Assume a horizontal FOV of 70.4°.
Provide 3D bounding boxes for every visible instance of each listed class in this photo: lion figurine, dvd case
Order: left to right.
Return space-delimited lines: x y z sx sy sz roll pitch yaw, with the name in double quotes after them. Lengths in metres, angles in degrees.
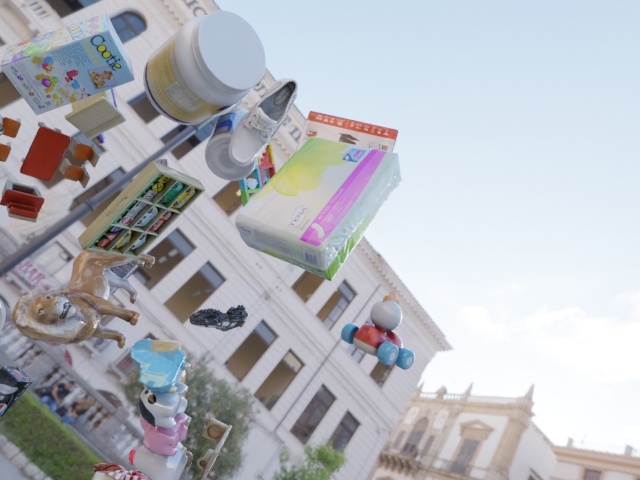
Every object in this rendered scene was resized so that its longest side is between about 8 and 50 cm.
-0.557 0.116 1.101 0.240 0.142 0.392 27 19 -25 "lion figurine"
-0.861 0.109 1.845 0.018 0.164 0.221 32 -15 32 "dvd case"

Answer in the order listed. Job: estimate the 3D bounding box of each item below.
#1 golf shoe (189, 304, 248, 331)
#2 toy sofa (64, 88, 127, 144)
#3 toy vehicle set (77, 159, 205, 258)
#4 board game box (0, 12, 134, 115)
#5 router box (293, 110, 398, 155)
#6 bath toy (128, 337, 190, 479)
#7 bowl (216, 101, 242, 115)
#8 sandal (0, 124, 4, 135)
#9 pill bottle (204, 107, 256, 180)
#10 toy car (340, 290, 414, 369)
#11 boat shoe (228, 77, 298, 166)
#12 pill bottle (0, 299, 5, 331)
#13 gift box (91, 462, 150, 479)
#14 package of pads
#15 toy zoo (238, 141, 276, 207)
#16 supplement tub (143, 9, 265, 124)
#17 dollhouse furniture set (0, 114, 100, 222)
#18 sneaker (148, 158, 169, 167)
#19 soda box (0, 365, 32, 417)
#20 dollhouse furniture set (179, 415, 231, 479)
-0.346 0.281 1.552 0.077 0.198 0.094 -112 -153 -47 "golf shoe"
-0.777 -0.522 1.560 0.177 0.150 0.363 56 9 -65 "toy sofa"
-0.418 -0.064 1.076 0.035 0.267 0.166 53 13 21 "toy vehicle set"
-0.668 -0.475 1.218 0.144 0.275 0.142 75 -10 -47 "board game box"
0.080 -0.286 1.625 0.335 0.301 0.082 14 -17 8 "router box"
-0.353 0.382 0.988 0.129 0.151 0.348 12 -65 5 "bath toy"
-0.434 -0.576 1.683 0.297 0.134 0.298 7 -45 8 "bowl"
-0.776 -0.238 0.925 0.090 0.219 0.060 56 -45 48 "sandal"
-0.264 -0.314 1.423 0.152 0.272 0.152 0 -55 0 "pill bottle"
0.235 0.299 1.618 0.210 0.238 0.219 28 -5 -42 "toy car"
-0.155 -0.323 1.217 0.098 0.277 0.096 33 0 -17 "boat shoe"
-0.895 0.101 0.931 0.407 0.229 0.229 32 -32 8 "pill bottle"
-0.602 0.837 1.397 0.255 0.258 0.276 22 -38 -23 "gift box"
-0.004 -0.083 0.927 0.229 0.296 0.101 19 -34 31 "package of pads"
-0.248 -0.280 1.759 0.030 0.192 0.293 -3 -82 36 "toy zoo"
-0.334 -0.484 1.297 0.331 0.241 0.241 -4 -53 48 "supplement tub"
-0.796 -0.196 1.278 0.262 0.259 0.135 17 21 -48 "dollhouse furniture set"
-0.576 -0.217 1.625 0.066 0.071 0.188 93 -16 -50 "sneaker"
-0.741 0.368 1.021 0.060 0.169 0.053 35 -12 17 "soda box"
-0.325 0.505 1.092 0.151 0.144 0.123 25 7 2 "dollhouse furniture set"
